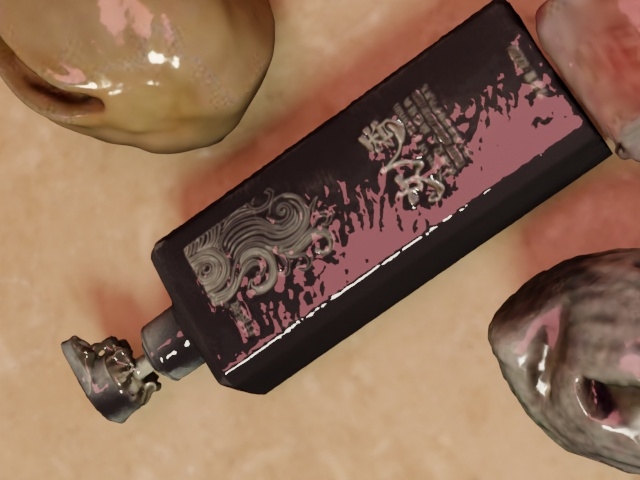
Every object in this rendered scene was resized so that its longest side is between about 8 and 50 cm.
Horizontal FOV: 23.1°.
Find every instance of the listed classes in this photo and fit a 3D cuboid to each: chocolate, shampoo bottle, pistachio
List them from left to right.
[{"bbox_3d":[-0.122,-0.130,0.884,0.223,0.126,0.152,34,55,26],"label":"pistachio"},{"bbox_3d":[0.000,0.001,0.842,0.309,0.071,0.098,-36,73,12],"label":"shampoo bottle"},{"bbox_3d":[0.200,0.073,0.738,0.248,0.110,0.110,21,87,19],"label":"chocolate"}]

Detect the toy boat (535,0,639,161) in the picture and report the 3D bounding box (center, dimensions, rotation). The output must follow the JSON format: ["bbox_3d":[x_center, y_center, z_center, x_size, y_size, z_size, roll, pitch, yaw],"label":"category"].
[{"bbox_3d":[0.188,-0.190,0.805,0.206,0.096,0.282,-17,66,0],"label":"toy boat"}]
